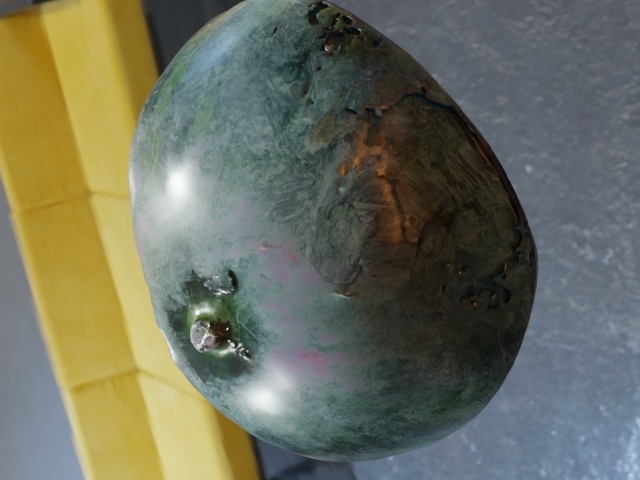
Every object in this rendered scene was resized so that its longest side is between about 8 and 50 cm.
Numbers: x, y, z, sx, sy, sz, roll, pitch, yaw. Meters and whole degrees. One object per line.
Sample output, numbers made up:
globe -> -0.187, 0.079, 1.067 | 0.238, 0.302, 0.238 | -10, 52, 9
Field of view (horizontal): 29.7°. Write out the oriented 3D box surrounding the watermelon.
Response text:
watermelon -> -0.005, 0.003, 0.741 | 0.322, 0.175, 0.188 | 57, 151, -4
